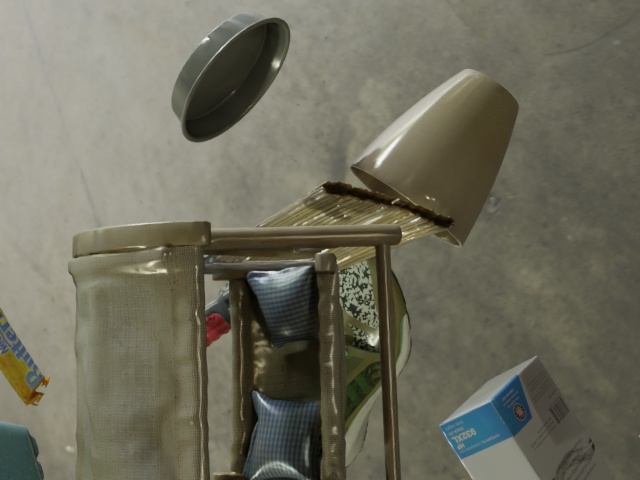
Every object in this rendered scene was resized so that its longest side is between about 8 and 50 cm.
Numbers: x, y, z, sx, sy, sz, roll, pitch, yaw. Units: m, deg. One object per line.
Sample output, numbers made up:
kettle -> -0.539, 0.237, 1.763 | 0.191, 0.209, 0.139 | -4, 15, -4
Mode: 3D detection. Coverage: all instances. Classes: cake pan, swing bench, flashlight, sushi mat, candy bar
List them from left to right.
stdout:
candy bar -> -0.263, 0.065, 0.704 | 0.018, 0.040, 0.161 | -16, 117, 13
flashlight -> -0.209, 0.176, 1.529 | 0.304, 0.103, 0.103 | -34, 110, 19
cake pan -> -0.175, -0.317, 1.680 | 0.054, 0.293, 0.293 | 42, 125, 13
swing bench -> -0.073, 0.116, 0.739 | 0.165, 0.255, 0.253 | -12, 80, 61
sushi mat -> 0.000, 0.000, 0.974 | 0.316, 0.152, 0.019 | -26, 52, 60

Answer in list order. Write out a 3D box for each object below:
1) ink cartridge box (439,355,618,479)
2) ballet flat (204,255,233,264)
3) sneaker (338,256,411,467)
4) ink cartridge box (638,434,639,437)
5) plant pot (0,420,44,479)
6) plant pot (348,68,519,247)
ink cartridge box -> 0.380, 0.392, 1.541 | 0.129, 0.223, 0.307 | -37, 82, 35
ballet flat -> -0.259, 0.040, 2.059 | 0.203, 0.074, 0.074 | -18, 87, 51
sneaker -> -0.004, 0.190, 1.246 | 0.158, 0.182, 0.410 | 41, 126, 41
ink cartridge box -> 0.570, 0.275, 1.230 | 0.231, 0.134, 0.078 | 117, 147, -61
plant pot -> -0.410, 0.319, 0.926 | 0.247, 0.252, 0.247 | 65, 157, 23
plant pot -> 0.234, -0.171, 1.619 | 0.256, 0.256, 0.274 | 35, 88, 31
